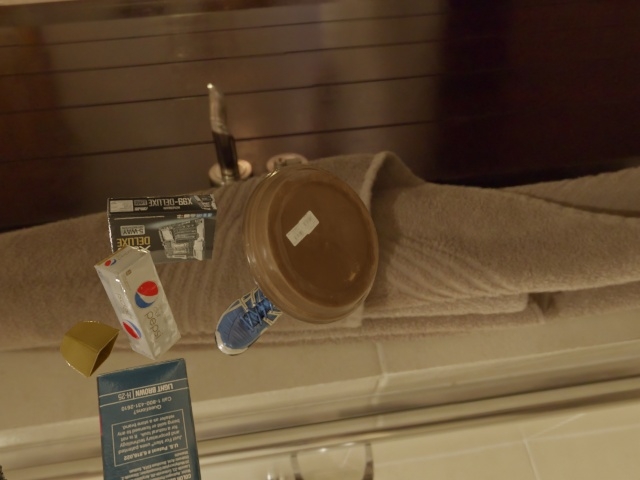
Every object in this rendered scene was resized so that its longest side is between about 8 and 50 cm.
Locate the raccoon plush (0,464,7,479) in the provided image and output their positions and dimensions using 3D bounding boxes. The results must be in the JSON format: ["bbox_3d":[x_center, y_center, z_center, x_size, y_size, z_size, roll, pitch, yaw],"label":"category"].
[{"bbox_3d":[-0.525,0.374,0.745,0.299,0.216,0.446,57,-179,-36],"label":"raccoon plush"}]

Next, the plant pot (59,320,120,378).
[{"bbox_3d":[-0.479,0.214,0.979,0.081,0.083,0.081,-60,4,23],"label":"plant pot"}]

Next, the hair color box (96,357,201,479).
[{"bbox_3d":[-0.189,0.335,0.567,0.174,0.105,0.347,119,139,-61],"label":"hair color box"}]

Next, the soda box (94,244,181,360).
[{"bbox_3d":[-0.337,0.119,0.896,0.074,0.069,0.216,-46,-40,-43],"label":"soda box"}]

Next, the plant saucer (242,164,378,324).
[{"bbox_3d":[0.000,0.000,0.800,0.041,0.278,0.277,-21,74,50],"label":"plant saucer"}]

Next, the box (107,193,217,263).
[{"bbox_3d":[-0.487,-0.029,1.485,0.242,0.308,0.076,110,148,-46],"label":"box"}]

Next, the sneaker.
[{"bbox_3d":[-0.104,0.111,0.836,0.211,0.080,0.081,-49,0,-38],"label":"sneaker"}]
